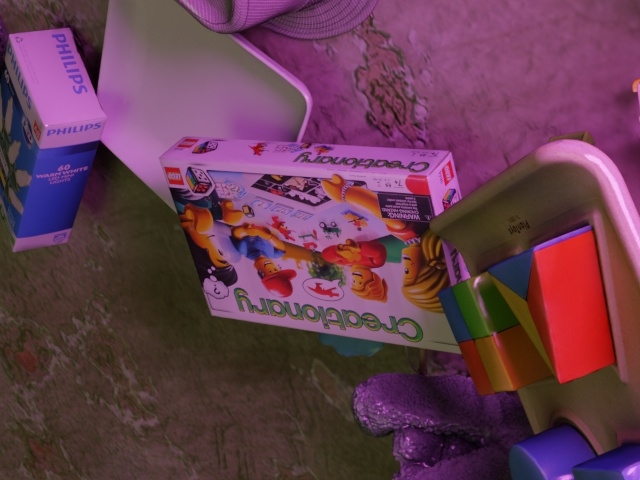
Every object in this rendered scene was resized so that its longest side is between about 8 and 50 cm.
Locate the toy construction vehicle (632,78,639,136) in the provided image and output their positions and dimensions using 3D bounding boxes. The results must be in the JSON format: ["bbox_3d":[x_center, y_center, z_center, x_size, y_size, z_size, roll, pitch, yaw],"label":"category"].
[{"bbox_3d":[0.286,-0.082,0.979,0.086,0.035,0.098,2,121,45],"label":"toy construction vehicle"}]

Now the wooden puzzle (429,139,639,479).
[{"bbox_3d":[0.188,0.119,0.947,0.348,0.080,0.322,64,166,4],"label":"wooden puzzle"}]

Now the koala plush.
[{"bbox_3d":[0.128,0.264,1.296,0.221,0.203,0.196,102,161,-46],"label":"koala plush"}]

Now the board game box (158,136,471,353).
[{"bbox_3d":[0.000,0.000,1.233,0.305,0.053,0.193,6,126,34],"label":"board game box"}]

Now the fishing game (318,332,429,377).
[{"bbox_3d":[0.019,0.031,1.342,0.264,0.041,0.189,21,125,41],"label":"fishing game"}]

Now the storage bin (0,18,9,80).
[{"bbox_3d":[-0.457,-0.264,1.550,0.122,0.084,0.180,7,124,42],"label":"storage bin"}]

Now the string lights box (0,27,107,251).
[{"bbox_3d":[-0.328,-0.114,1.509,0.133,0.077,0.259,64,149,24],"label":"string lights box"}]

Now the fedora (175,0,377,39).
[{"bbox_3d":[-0.080,-0.279,1.119,0.244,0.124,0.275,5,123,44],"label":"fedora"}]

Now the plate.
[{"bbox_3d":[-0.123,-0.134,1.333,0.278,0.045,0.277,41,141,20],"label":"plate"}]

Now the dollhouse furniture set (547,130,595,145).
[{"bbox_3d":[0.233,-0.018,1.095,0.076,0.058,0.151,-9,133,41],"label":"dollhouse furniture set"}]
